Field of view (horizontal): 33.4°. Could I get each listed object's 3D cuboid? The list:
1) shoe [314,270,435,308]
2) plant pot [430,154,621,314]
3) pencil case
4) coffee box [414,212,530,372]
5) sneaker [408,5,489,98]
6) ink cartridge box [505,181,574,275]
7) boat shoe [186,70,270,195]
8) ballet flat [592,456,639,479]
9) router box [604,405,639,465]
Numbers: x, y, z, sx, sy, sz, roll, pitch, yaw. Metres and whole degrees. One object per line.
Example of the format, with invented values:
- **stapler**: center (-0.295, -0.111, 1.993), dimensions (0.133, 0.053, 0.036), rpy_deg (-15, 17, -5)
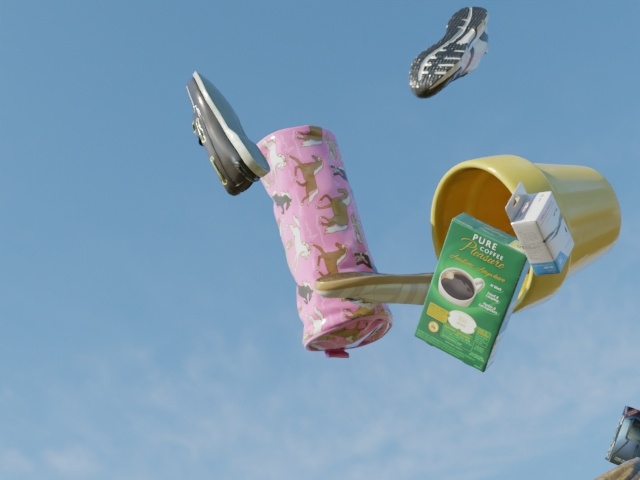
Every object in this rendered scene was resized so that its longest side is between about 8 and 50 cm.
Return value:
- **shoe**: center (0.099, 0.075, 1.551), dimensions (0.219, 0.076, 0.058), rpy_deg (-1, -87, -13)
- **plant pot**: center (0.348, -0.024, 1.744), dimensions (0.239, 0.254, 0.254), rpy_deg (-14, -37, -31)
- **pencil case**: center (0.000, 0.000, 1.795), dimensions (0.160, 0.386, 0.167), rpy_deg (-20, -21, 5)
- **coffee box**: center (0.200, 0.068, 1.395), dimensions (0.040, 0.113, 0.184), rpy_deg (-25, -44, -54)
- **sneaker**: center (0.110, -0.145, 0.869), dimensions (0.040, 0.109, 0.043), rpy_deg (16, -40, 34)
- **ink cartridge box**: center (0.214, -0.013, 1.038), dimensions (0.028, 0.048, 0.083), rpy_deg (-7, -55, 39)
- **boat shoe**: center (-0.155, -0.163, 1.598), dimensions (0.069, 0.227, 0.081), rpy_deg (-41, -35, 14)
- **ballet flat**: center (0.178, 0.245, 0.780), dimensions (0.124, 0.116, 0.342), rpy_deg (-40, -16, 32)
- **router box**: center (0.510, 0.317, 1.635), dimensions (0.122, 0.092, 0.038), rpy_deg (20, -3, 9)
